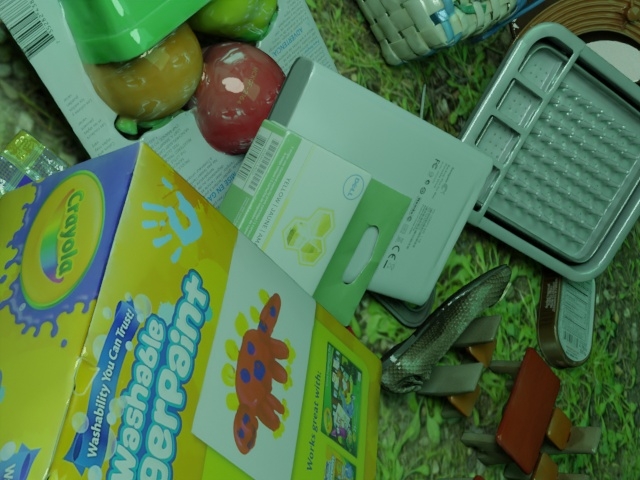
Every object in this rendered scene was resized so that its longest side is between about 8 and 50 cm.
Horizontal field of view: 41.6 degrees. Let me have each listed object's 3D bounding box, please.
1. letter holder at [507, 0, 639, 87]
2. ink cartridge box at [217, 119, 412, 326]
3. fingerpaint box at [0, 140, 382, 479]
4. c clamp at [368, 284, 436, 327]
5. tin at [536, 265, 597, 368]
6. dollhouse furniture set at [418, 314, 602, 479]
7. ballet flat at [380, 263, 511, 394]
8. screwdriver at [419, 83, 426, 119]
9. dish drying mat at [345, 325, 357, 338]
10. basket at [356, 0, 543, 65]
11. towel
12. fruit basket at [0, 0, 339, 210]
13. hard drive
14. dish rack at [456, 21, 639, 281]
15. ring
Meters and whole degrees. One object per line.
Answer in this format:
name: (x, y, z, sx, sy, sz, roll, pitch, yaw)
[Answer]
letter holder: (0.420, -0.382, 1.391, 0.152, 0.214, 0.302, -22, 98, -74)
ink cartridge box: (0.000, 0.000, 0.861, 0.235, 0.056, 0.171, 23, 96, -40)
fingerpaint box: (-0.118, 0.219, 0.631, 0.371, 0.163, 0.444, 45, 39, -43)
c clamp: (0.103, 0.026, 1.075, 0.160, 0.022, 0.137, 49, 53, -22)
tin: (0.381, 0.104, 1.294, 0.106, 0.040, 0.189, 32, 60, -37)
dollhouse furniture set: (0.249, 0.259, 1.069, 0.262, 0.135, 0.259, 46, 53, -23)
ballet flat: (0.162, 0.110, 1.047, 0.250, 0.084, 0.058, -36, 85, -33)
screwdriver: (0.133, -0.147, 1.147, 0.025, 0.024, 0.170, 49, 44, -58)
dish drying mat: (0.043, 0.144, 1.002, 0.032, 0.008, 0.083, -38, 105, -41)
basket: (0.179, -0.379, 1.122, 0.289, 0.201, 0.255, -44, 108, -29)
towel: (-0.272, -0.057, 0.772, 0.060, 0.009, 0.083, 45, 53, -25)
fruit basket: (-0.128, -0.184, 0.861, 0.327, 0.165, 0.353, -49, 133, -29)
hard drive: (0.052, -0.050, 0.938, 0.307, 0.040, 0.203, 19, 99, -41)
dish rack: (0.333, -0.119, 1.200, 0.333, 0.072, 0.285, 27, 95, -26)
ring: (0.421, -0.205, 1.272, 0.337, 0.032, 0.336, -2, 104, -9)
